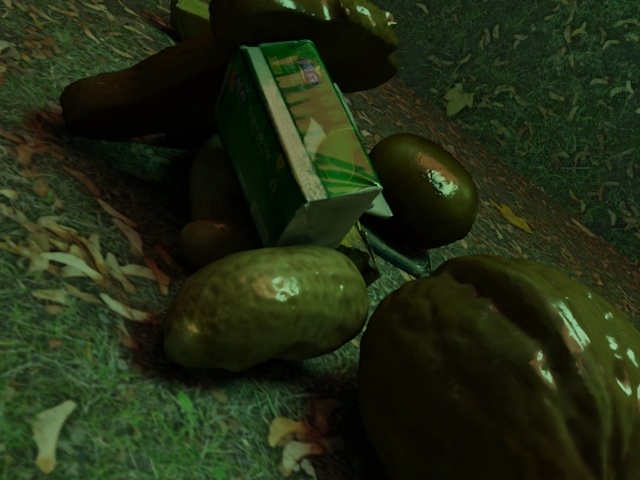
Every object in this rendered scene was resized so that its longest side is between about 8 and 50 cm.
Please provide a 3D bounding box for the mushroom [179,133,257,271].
[{"bbox_3d":[-0.127,-0.063,0.968,0.122,0.095,0.351,57,14,-25],"label":"mushroom"}]

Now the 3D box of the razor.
[{"bbox_3d":[0.115,0.013,1.239,0.191,0.037,0.068,29,28,-14],"label":"razor"}]

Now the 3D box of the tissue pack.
[{"bbox_3d":[-0.012,-0.106,0.834,0.156,0.148,0.209,-12,67,-24],"label":"tissue pack"}]

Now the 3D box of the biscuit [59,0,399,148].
[{"bbox_3d":[-0.099,-0.226,0.954,0.368,0.394,0.076,-4,76,-57],"label":"biscuit"}]

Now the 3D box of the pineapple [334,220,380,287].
[{"bbox_3d":[0.000,0.000,0.993,0.186,0.114,0.236,46,19,-12],"label":"pineapple"}]

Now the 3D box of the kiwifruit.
[{"bbox_3d":[0.182,-0.085,1.328,0.234,0.196,0.196,39,22,15],"label":"kiwifruit"}]

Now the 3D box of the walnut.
[{"bbox_3d":[0.191,0.160,0.756,0.333,0.333,0.333,31,23,-15],"label":"walnut"}]

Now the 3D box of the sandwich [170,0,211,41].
[{"bbox_3d":[-0.251,-0.456,1.552,0.244,0.088,0.090,7,46,-57],"label":"sandwich"}]

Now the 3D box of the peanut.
[{"bbox_3d":[-0.052,0.073,0.748,0.253,0.137,0.122,-1,46,-53],"label":"peanut"}]
